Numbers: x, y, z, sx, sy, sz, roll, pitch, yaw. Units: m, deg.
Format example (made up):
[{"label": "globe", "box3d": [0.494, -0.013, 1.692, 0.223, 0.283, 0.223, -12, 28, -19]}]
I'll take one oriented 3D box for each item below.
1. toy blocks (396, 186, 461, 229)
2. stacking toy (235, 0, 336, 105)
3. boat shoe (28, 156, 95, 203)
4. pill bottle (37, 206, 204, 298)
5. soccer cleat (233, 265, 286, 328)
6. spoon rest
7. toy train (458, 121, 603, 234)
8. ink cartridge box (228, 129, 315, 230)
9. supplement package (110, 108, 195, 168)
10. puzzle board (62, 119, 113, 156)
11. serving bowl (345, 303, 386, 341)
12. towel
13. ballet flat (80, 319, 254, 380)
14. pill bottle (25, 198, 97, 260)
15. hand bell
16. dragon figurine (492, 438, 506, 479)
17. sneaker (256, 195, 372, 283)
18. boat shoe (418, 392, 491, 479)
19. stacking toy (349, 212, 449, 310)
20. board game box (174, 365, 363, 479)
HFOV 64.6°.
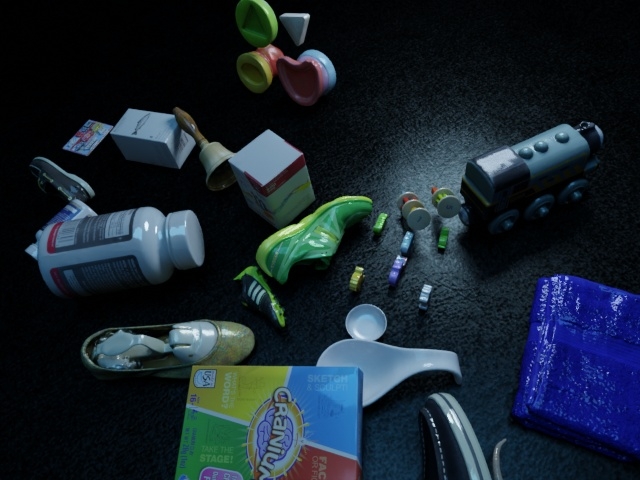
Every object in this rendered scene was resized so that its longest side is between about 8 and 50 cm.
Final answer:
[{"label": "toy blocks", "box3d": [0.239, -0.089, 1.152, 0.123, 0.054, 0.148, -22, 26, 6]}, {"label": "stacking toy", "box3d": [-0.091, -0.542, 1.421, 0.309, 0.279, 0.130, 26, 52, 25]}, {"label": "boat shoe", "box3d": [-0.712, -0.155, 1.359, 0.228, 0.081, 0.068, 25, 59, 21]}, {"label": "pill bottle", "box3d": [-0.434, 0.021, 1.135, 0.319, 0.176, 0.176, -9, 55, 2]}, {"label": "soccer cleat", "box3d": [-0.131, 0.130, 1.090, 0.072, 0.060, 0.179, -34, 50, -3]}, {"label": "spoon rest", "box3d": [0.126, 0.242, 0.951, 0.276, 0.084, 0.137, -7, 55, 3]}, {"label": "toy train", "box3d": [0.453, -0.139, 1.097, 0.334, 0.190, 0.142, -23, 56, -7]}, {"label": "ink cartridge box", "box3d": [-0.109, -0.139, 1.196, 0.127, 0.176, 0.128, -43, 59, -17]}, {"label": "supplement package", "box3d": [-0.457, -0.279, 1.390, 0.179, 0.105, 0.105, 11, 59, 17]}, {"label": "puzzle board", "box3d": [-0.690, -0.307, 1.504, 0.096, 0.011, 0.128, 16, 60, 19]}, {"label": "serving bowl", "box3d": [0.094, 0.174, 1.036, 0.083, 0.027, 0.083, -5, 54, 6]}, {"label": "towel", "box3d": [0.489, 0.213, 0.917, 0.228, 0.076, 0.308, 15, 59, 19]}, {"label": "ballet flat", "box3d": [-0.312, 0.215, 1.020, 0.349, 0.123, 0.123, -7, 55, 4]}, {"label": "pill bottle", "box3d": [-0.628, -0.012, 1.239, 0.094, 0.094, 0.169, 27, 63, 24]}, {"label": "hand bell", "box3d": [-0.306, -0.256, 1.299, 0.126, 0.126, 0.242, -36, 75, -16]}, {"label": "dragon figurine", "box3d": [0.308, 0.464, 0.766, 0.085, 0.144, 0.289, -16, 35, 0]}, {"label": "sneaker", "box3d": [0.000, 0.000, 1.142, 0.296, 0.109, 0.123, -32, 80, -15]}, {"label": "boat shoe", "box3d": [0.170, 0.471, 0.728, 0.156, 0.186, 0.500, 1, 61, 3]}, {"label": "stacking toy", "box3d": [0.176, 0.036, 1.104, 0.167, 0.052, 0.221, 14, 58, 18]}, {"label": "board game box", "box3d": [-0.086, 0.344, 0.888, 0.317, 0.064, 0.242, -3, 64, 12]}]
